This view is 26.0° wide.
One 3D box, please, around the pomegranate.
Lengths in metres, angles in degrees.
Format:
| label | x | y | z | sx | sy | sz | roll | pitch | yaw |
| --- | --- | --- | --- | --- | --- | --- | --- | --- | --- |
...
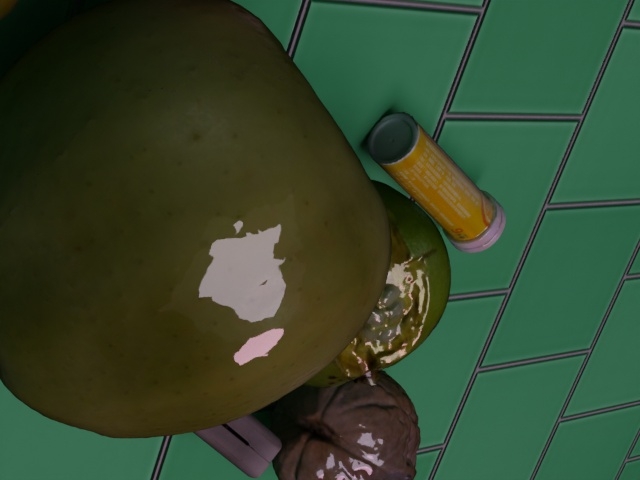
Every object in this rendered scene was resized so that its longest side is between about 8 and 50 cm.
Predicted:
| label | x | y | z | sx | sy | sz | roll | pitch | yaw |
| --- | --- | --- | --- | --- | --- | --- | --- | --- | --- |
| pomegranate | 0.000 | 0.000 | 1.370 | 0.236 | 0.236 | 0.302 | -26 | 102 | -27 |

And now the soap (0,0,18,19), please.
| label | x | y | z | sx | sy | sz | roll | pitch | yaw |
| --- | --- | --- | --- | --- | --- | --- | --- | --- | --- |
| soap | -0.255 | -0.241 | 1.046 | 0.089 | 0.033 | 0.168 | -9 | 125 | -43 |

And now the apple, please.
| label | x | y | z | sx | sy | sz | roll | pitch | yaw |
| --- | --- | --- | --- | --- | --- | --- | --- | --- | --- |
| apple | -0.127 | -0.015 | 1.111 | 0.357 | 0.357 | 0.357 | -25 | 135 | -28 |

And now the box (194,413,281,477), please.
| label | x | y | z | sx | sy | sz | roll | pitch | yaw |
| --- | --- | --- | --- | --- | --- | --- | --- | --- | --- |
| box | -0.131 | 0.163 | 1.431 | 0.055 | 0.103 | 0.244 | -50 | 141 | -7 |

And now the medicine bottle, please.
| label | x | y | z | sx | sy | sz | roll | pitch | yaw |
| --- | --- | --- | --- | --- | --- | --- | --- | --- | --- |
| medicine bottle | 0.129 | -0.062 | 1.529 | 0.074 | 0.074 | 0.218 | -50 | 140 | 0 |

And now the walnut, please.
| label | x | y | z | sx | sy | sz | roll | pitch | yaw |
| --- | --- | --- | --- | --- | --- | --- | --- | --- | --- |
| walnut | 0.036 | 0.231 | 1.606 | 0.178 | 0.178 | 0.230 | -50 | 147 | 0 |
